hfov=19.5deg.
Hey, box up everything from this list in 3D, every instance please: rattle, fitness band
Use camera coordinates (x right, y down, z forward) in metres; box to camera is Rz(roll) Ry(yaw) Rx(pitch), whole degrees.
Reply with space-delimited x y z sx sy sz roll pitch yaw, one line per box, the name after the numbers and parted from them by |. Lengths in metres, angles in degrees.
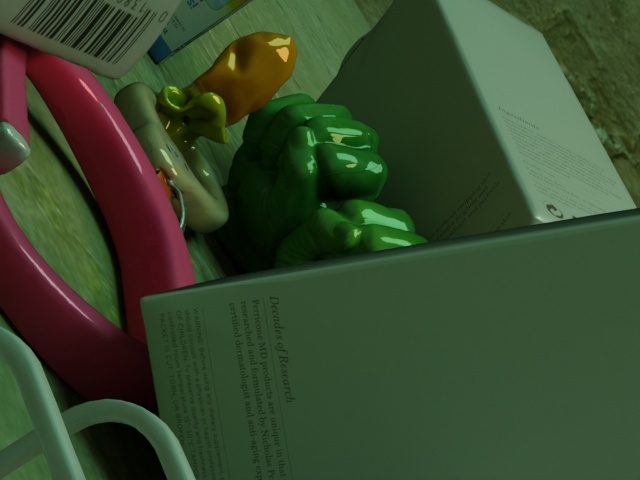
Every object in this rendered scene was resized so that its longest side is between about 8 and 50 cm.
-0.073 -0.070 1.338 0.200 0.142 0.130 -94 167 -81 | rattle
-0.142 -0.020 1.089 0.209 0.054 0.291 51 13 -30 | fitness band

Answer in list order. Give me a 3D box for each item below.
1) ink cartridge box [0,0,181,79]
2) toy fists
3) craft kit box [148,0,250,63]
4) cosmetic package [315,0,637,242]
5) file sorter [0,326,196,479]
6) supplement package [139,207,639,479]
-0.284 -0.268 1.070 0.385 0.091 0.308 45 13 26 | ink cartridge box
0.000 0.000 1.401 0.096 0.142 0.279 24 30 -37 | toy fists
-0.107 -0.324 1.615 0.250 0.246 0.061 57 12 -5 | craft kit box
0.116 -0.029 1.521 0.156 0.217 0.385 26 29 -26 | cosmetic package
-0.146 0.097 0.400 0.277 0.173 0.193 42 18 -54 | file sorter
0.077 0.087 1.000 0.177 0.293 0.175 -10 90 -78 | supplement package
